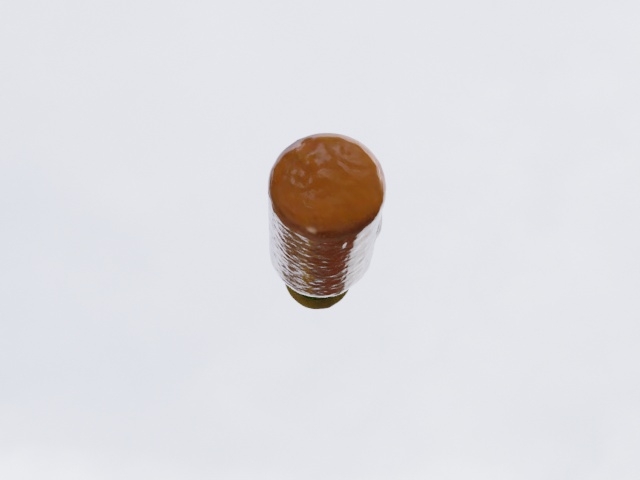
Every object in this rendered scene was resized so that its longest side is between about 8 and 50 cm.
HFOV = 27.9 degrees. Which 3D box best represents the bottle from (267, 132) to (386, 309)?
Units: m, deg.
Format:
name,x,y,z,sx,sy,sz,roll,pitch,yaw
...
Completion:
name,x,y,z,sx,sy,sz,roll,pitch,yaw
bottle,0.000,0.000,0.792,0.069,0.069,0.187,-5,-20,-5
